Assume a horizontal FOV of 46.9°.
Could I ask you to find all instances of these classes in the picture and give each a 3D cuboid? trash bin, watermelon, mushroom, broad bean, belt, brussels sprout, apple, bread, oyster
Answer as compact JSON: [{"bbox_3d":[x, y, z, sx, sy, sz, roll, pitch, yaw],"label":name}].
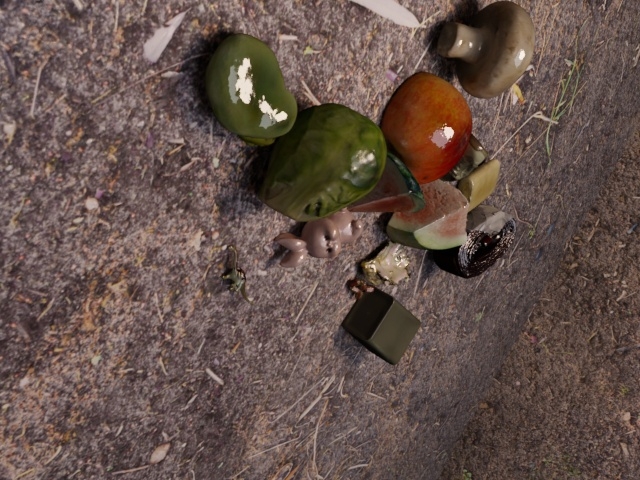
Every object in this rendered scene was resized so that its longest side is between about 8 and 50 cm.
[{"bbox_3d":[0.181,0.245,2.175,0.164,0.122,0.240,-56,147,-8],"label":"trash bin"},{"bbox_3d":[0.298,-0.072,2.068,0.310,0.193,0.231,20,115,-49],"label":"watermelon"},{"bbox_3d":[0.397,-0.480,1.823,0.243,0.243,0.243,-37,142,-35],"label":"mushroom"},{"bbox_3d":[-0.127,-0.260,1.309,0.169,0.100,0.228,-51,137,-31],"label":"broad bean"},{"bbox_3d":[0.488,-0.006,2.383,0.289,0.164,0.184,-33,119,-27],"label":"belt"},{"bbox_3d":[0.002,-0.150,1.486,0.271,0.210,0.219,-46,171,-3],"label":"brussels sprout"},{"bbox_3d":[0.279,-0.256,1.846,0.251,0.163,0.293,-46,145,-25],"label":"apple"},{"bbox_3d":[0.497,-0.174,2.343,0.178,0.060,0.139,-31,140,-40],"label":"bread"},{"bbox_3d":[0.185,0.074,2.082,0.209,0.072,0.132,-42,116,-51],"label":"oyster"},{"bbox_3d":[0.162,-0.131,1.803,0.207,0.202,0.136,49,46,-53],"label":"watermelon"}]

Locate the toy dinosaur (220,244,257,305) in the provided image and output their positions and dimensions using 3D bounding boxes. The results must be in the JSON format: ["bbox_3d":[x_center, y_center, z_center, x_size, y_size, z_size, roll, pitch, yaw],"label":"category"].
[{"bbox_3d":[-0.179,0.089,1.577,0.058,0.037,0.180,-38,143,-25],"label":"toy dinosaur"}]

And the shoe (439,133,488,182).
[{"bbox_3d":[0.387,-0.224,2.041,0.098,0.103,0.275,-43,171,-7],"label":"shoe"}]

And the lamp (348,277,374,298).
[{"bbox_3d":[0.105,0.129,2.034,0.063,0.031,0.083,-29,143,18],"label":"lamp"}]

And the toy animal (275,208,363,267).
[{"bbox_3d":[0.001,-0.001,1.695,0.212,0.124,0.124,-38,144,-39],"label":"toy animal"}]
